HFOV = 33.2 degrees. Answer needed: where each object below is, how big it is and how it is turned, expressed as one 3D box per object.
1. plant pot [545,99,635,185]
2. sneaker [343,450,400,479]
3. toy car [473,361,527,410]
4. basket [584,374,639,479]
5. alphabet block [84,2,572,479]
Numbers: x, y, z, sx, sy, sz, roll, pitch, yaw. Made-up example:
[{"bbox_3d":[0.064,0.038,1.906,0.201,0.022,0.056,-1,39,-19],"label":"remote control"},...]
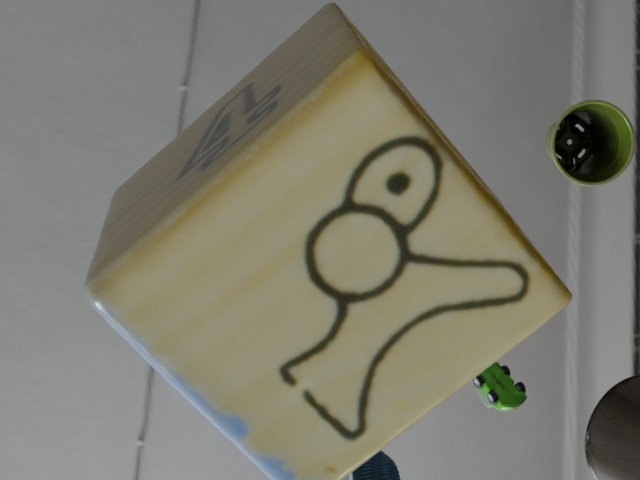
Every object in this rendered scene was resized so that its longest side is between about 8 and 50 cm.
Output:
[{"bbox_3d":[0.261,-0.098,1.076,0.083,0.079,0.083,0,-85,-4],"label":"plant pot"},{"bbox_3d":[0.048,0.372,1.446,0.087,0.092,0.228,33,-142,-15],"label":"sneaker"},{"bbox_3d":[0.258,0.211,1.775,0.239,0.225,0.053,-16,-49,-19],"label":"toy car"},{"bbox_3d":[0.455,0.276,1.251,0.204,0.227,0.154,37,-95,-37],"label":"basket"},{"bbox_3d":[0.000,0.000,0.650,0.192,0.197,0.193,48,-171,-20],"label":"alphabet block"}]
